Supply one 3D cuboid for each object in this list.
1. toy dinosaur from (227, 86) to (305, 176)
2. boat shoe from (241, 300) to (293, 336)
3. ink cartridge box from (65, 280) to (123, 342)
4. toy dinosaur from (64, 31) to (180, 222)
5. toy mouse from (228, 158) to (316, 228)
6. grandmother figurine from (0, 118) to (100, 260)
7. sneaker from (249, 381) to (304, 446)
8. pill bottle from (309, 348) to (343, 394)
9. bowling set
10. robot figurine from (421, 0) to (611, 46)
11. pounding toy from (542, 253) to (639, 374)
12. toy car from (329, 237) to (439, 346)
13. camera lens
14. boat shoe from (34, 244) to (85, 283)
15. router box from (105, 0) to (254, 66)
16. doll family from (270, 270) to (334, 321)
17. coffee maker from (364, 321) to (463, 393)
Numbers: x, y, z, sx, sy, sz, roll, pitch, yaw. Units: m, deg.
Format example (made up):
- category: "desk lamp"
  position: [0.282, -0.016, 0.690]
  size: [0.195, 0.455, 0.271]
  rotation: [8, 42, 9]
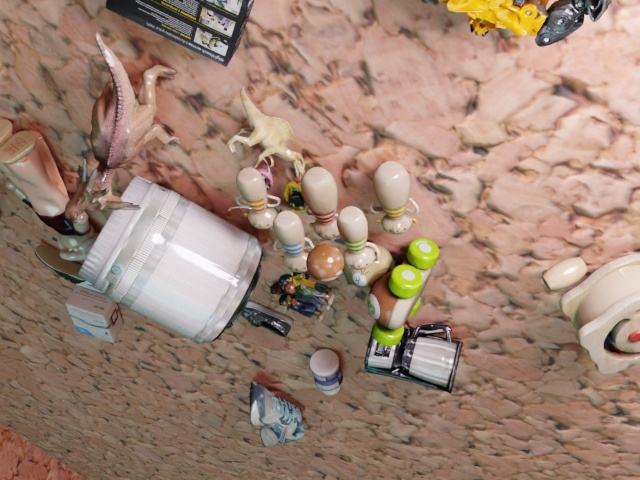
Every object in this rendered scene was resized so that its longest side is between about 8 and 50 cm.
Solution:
- category: "toy dinosaur"
  position: [-0.091, -0.163, 1.109]
  size: [0.093, 0.053, 0.183]
  rotation: [-22, 131, 22]
- category: "boat shoe"
  position: [-0.130, 0.167, 1.582]
  size: [0.142, 0.040, 0.049]
  rotation: [19, 146, 2]
- category: "ink cartridge box"
  position: [-0.552, 0.171, 1.789]
  size: [0.104, 0.060, 0.180]
  rotation: [16, 146, 7]
- category: "toy dinosaur"
  position: [-0.302, -0.150, 1.088]
  size: [0.127, 0.200, 0.295]
  rotation: [20, 146, 0]
- category: "toy mouse"
  position: [-0.088, -0.072, 1.222]
  size: [0.143, 0.031, 0.161]
  rotation: [-13, 127, 24]
- category: "grandmother figurine"
  position: [-0.511, -0.073, 1.407]
  size: [0.208, 0.104, 0.342]
  rotation: [35, 158, 30]
- category: "sneaker"
  position: [-0.111, 0.448, 1.935]
  size: [0.122, 0.110, 0.283]
  rotation: [-7, 143, 8]
- category: "pill bottle"
  position: [0.016, 0.303, 1.671]
  size: [0.067, 0.067, 0.120]
  rotation: [9, 144, 16]
- category: "bowling set"
  position: [0.000, 0.000, 1.111]
  size: [0.287, 0.200, 0.154]
  rotation: [1, 145, 12]
- category: "robot figurine"
  position: [0.208, -0.317, 0.694]
  size: [0.211, 0.085, 0.291]
  rotation: [21, 145, -1]
- category: "pounding toy"
  position: [0.447, 0.080, 1.135]
  size: [0.154, 0.155, 0.269]
  rotation: [-30, 137, 15]
- category: "toy car"
  position: [0.082, 0.058, 1.247]
  size: [0.188, 0.149, 0.155]
  rotation: [26, 135, 14]
- category: "camera lens"
  position: [-0.257, 0.040, 1.311]
  size: [0.274, 0.219, 0.219]
  rotation: [30, 145, -13]
- category: "boat shoe"
  position: [-0.587, 0.057, 1.660]
  size: [0.133, 0.049, 0.042]
  rotation: [35, 136, -28]
- category: "router box"
  position: [-0.178, -0.314, 0.933]
  size: [0.179, 0.046, 0.133]
  rotation: [26, 146, -7]
- category: "doll family"
  position: [-0.041, 0.105, 1.422]
  size: [0.111, 0.076, 0.193]
  rotation: [18, 149, -4]
- category: "coffee maker"
  position: [0.179, 0.236, 1.446]
  size: [0.178, 0.120, 0.171]
  rotation: [14, 146, 11]
